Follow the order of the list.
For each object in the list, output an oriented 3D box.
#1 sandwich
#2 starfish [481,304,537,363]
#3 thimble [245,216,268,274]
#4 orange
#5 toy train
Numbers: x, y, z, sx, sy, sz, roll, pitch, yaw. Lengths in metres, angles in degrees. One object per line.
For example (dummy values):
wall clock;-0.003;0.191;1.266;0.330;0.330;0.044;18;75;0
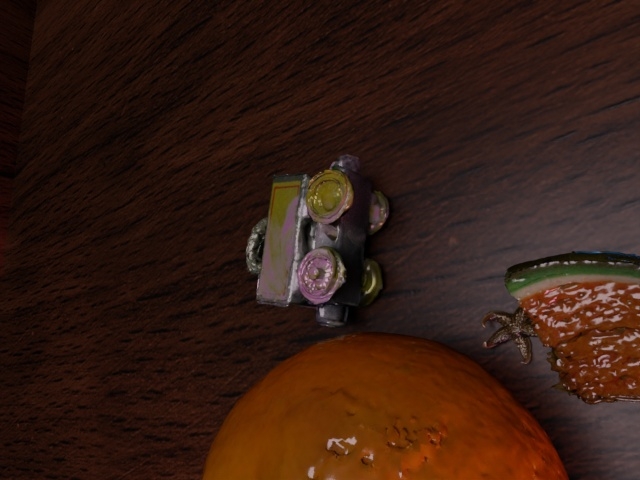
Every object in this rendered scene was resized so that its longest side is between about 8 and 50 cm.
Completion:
sandwich;0.326;0.085;0.450;0.235;0.079;0.159;-7;93;29
starfish;0.247;0.110;0.538;0.091;0.028;0.078;15;90;34
thimble;-0.088;0.015;0.784;0.084;0.062;0.109;39;103;36
orange;0.050;0.308;0.450;0.424;0.326;0.423;-10;73;33
toy train;0.000;0.000;0.677;0.178;0.134;0.260;1;80;37
